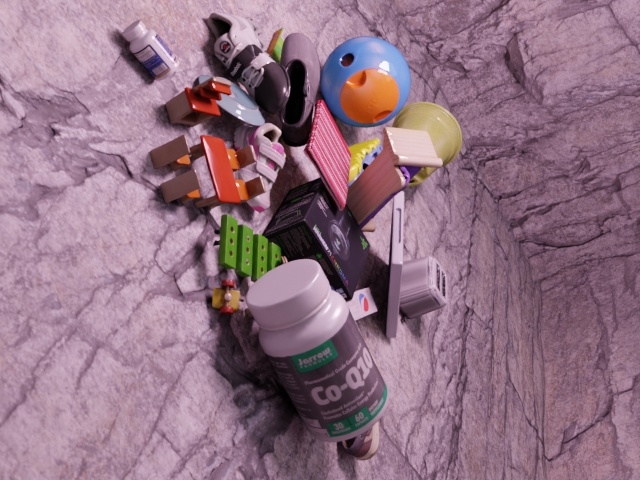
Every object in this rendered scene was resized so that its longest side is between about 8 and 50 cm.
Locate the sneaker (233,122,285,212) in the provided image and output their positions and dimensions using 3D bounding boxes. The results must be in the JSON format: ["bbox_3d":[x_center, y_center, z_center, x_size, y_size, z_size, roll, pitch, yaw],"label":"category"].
[{"bbox_3d":[-0.143,-0.187,1.761,0.103,0.111,0.252,32,44,-51],"label":"sneaker"}]

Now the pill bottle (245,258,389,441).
[{"bbox_3d":[-0.008,0.234,1.569,0.361,0.204,0.204,64,26,-23],"label":"pill bottle"}]

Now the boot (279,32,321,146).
[{"bbox_3d":[-0.056,-0.433,1.949,0.222,0.118,0.337,87,0,-78],"label":"boot"}]

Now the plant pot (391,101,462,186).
[{"bbox_3d":[0.349,-0.330,2.683,0.276,0.276,0.254,59,39,-19],"label":"plant pot"}]

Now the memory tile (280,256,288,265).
[{"bbox_3d":[-0.065,0.119,1.688,0.113,0.012,0.147,-118,-163,-56],"label":"memory tile"}]

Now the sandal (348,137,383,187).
[{"bbox_3d":[0.123,-0.217,2.301,0.138,0.126,0.317,63,35,-20],"label":"sandal"}]

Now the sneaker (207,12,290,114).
[{"bbox_3d":[-0.194,-0.446,1.838,0.146,0.122,0.330,5,46,-47],"label":"sneaker"}]

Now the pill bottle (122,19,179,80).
[{"bbox_3d":[-0.361,-0.403,1.554,0.120,0.067,0.067,50,32,-34],"label":"pill bottle"}]

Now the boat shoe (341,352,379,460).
[{"bbox_3d":[0.087,0.386,1.794,0.092,0.103,0.285,41,43,-52],"label":"boat shoe"}]

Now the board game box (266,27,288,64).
[{"bbox_3d":[-0.110,-0.512,2.152,0.124,0.039,0.259,52,29,-30],"label":"board game box"}]

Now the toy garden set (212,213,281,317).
[{"bbox_3d":[-0.164,0.079,1.592,0.244,0.049,0.203,37,49,-60],"label":"toy garden set"}]

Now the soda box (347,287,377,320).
[{"bbox_3d":[0.073,0.180,1.952,0.216,0.069,0.073,-9,79,-64],"label":"soda box"}]

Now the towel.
[{"bbox_3d":[0.023,-0.226,1.906,0.198,0.031,0.274,58,23,-30],"label":"towel"}]

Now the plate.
[{"bbox_3d":[-0.207,-0.344,1.762,0.188,0.024,0.188,34,22,-16],"label":"plate"}]

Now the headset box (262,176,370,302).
[{"bbox_3d":[0.000,0.000,1.874,0.246,0.131,0.283,59,26,-19],"label":"headset box"}]

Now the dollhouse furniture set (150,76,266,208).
[{"bbox_3d":[-0.230,-0.202,1.576,0.262,0.135,0.259,-3,74,-63],"label":"dollhouse furniture set"}]

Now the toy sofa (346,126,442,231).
[{"bbox_3d":[0.169,-0.135,2.014,0.150,0.362,0.177,1,60,-32],"label":"toy sofa"}]

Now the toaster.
[{"bbox_3d":[0.322,0.152,2.363,0.129,0.147,0.227,51,31,-31],"label":"toaster"}]

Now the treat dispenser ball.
[{"bbox_3d":[0.144,-0.505,2.345,0.288,0.288,0.288,43,36,-42],"label":"treat dispenser ball"}]

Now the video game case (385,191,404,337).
[{"bbox_3d":[0.221,0.072,2.171,0.328,0.036,0.299,89,6,-45],"label":"video game case"}]
